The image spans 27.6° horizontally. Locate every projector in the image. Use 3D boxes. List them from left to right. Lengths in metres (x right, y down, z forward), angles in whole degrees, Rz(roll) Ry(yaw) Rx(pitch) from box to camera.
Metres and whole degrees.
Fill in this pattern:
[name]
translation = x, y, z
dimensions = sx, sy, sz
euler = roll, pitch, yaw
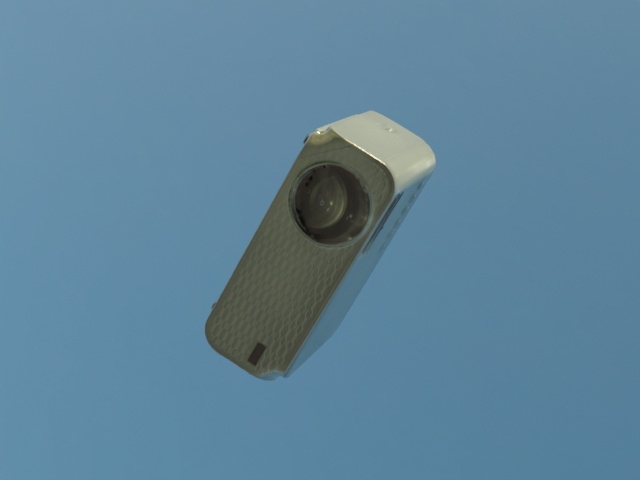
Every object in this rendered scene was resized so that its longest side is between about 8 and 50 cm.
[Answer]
[projector]
translation = 0.000, 0.000, 1.309
dimensions = 0.108, 0.198, 0.250
euler = 33, -72, 7
